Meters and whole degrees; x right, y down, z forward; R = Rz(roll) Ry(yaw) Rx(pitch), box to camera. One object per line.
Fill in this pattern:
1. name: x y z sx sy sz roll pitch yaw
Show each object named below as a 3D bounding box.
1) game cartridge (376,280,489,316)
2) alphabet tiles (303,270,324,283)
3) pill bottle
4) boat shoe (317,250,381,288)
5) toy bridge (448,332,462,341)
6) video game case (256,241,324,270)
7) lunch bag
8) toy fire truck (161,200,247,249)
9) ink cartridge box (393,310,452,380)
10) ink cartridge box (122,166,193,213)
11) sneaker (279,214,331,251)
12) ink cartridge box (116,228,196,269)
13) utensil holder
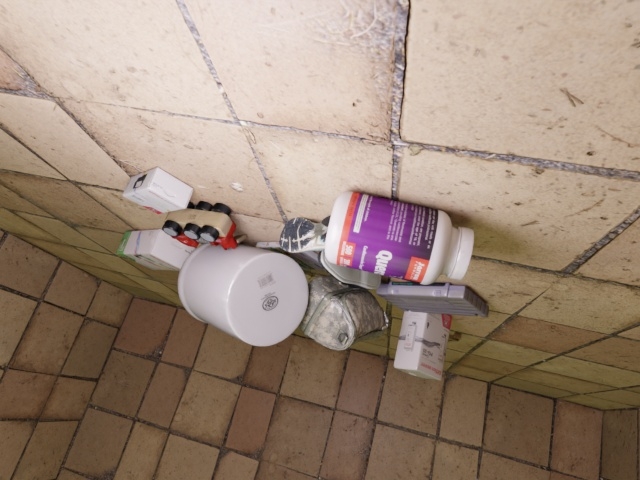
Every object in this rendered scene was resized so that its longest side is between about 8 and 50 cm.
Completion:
1. game cartridge: 0.412 0.216 1.630 0.355 0.068 0.230 -3 149 42
2. alphabet tiles: -0.059 0.185 1.945 0.278 0.021 0.284 18 160 -5
3. pill bottle: 0.182 -0.001 1.035 0.324 0.181 0.181 13 160 8
4. boat shoe: 0.084 0.106 1.492 0.091 0.114 0.303 -11 147 42
5. toy bridge: 0.673 0.498 2.228 0.063 0.026 0.188 16 160 -5
6. video game case: -0.092 0.059 1.628 0.207 0.026 0.227 -2 155 39
7. lunch bag: 0.084 0.271 1.587 0.256 0.212 0.305 40 -161 26
8. toy fire truck: -0.363 -0.028 1.459 0.217 0.158 0.246 7 148 20
9. ink cartridge box: 0.430 0.417 1.816 0.117 0.282 0.207 -6 151 45
10. ink cartridge box: -0.485 -0.144 1.304 0.175 0.072 0.128 -5 152 43
11. sneaker: 0.000 0.000 1.285 0.283 0.109 0.122 -1 157 39
12. ink cartridge box: -0.721 0.046 1.919 0.279 0.116 0.201 -1 154 38
13. utensil holder: -0.271 0.174 1.523 0.328 0.327 0.386 31 167 -36
